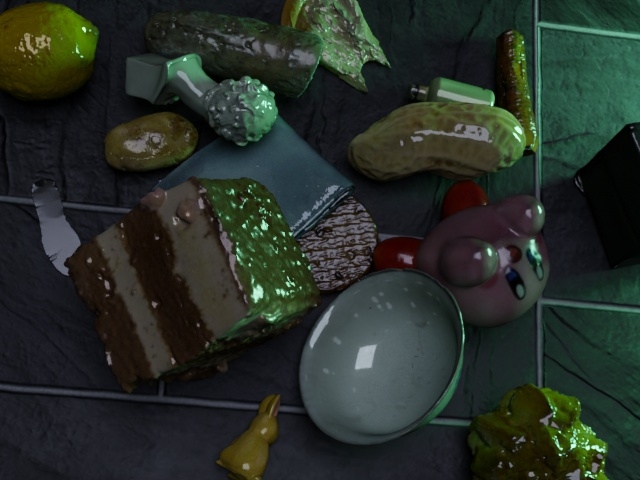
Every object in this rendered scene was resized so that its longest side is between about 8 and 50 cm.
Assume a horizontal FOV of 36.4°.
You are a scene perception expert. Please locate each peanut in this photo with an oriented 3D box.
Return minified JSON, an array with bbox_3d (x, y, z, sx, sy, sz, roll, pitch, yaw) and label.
[{"bbox_3d":[0.211,-0.177,1.786,0.325,0.153,0.140,-7,53,5],"label":"peanut"}]

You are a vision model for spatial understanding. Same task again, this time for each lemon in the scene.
[{"bbox_3d":[-0.495,-0.332,1.721,0.193,0.180,0.180,-23,77,-37],"label":"lemon"}]

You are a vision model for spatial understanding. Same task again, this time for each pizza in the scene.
[{"bbox_3d":[0.028,-0.398,1.892,0.181,0.034,0.262,-31,80,-17],"label":"pizza"}]

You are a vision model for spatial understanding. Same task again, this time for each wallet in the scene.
[{"bbox_3d":[-0.120,-0.087,1.741,0.290,0.054,0.251,-41,69,-16],"label":"wallet"}]

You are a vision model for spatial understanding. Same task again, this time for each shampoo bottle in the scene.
[{"bbox_3d":[0.245,-0.267,1.860,0.162,0.079,0.079,15,71,-3],"label":"shampoo bottle"}]

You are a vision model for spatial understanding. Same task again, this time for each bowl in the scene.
[{"bbox_3d":[0.131,0.217,1.640,0.146,0.313,0.313,41,64,-42],"label":"bowl"}]

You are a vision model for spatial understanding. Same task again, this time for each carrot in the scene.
[{"bbox_3d":[0.379,-0.287,1.893,0.070,0.070,0.260,1,72,-8],"label":"carrot"}]

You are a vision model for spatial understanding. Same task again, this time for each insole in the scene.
[{"bbox_3d":[-0.466,-0.024,1.717,0.064,0.004,0.188,-18,76,-14],"label":"insole"}]

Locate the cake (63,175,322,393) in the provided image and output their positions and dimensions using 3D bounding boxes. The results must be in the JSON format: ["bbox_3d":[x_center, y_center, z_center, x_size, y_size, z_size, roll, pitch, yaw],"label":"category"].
[{"bbox_3d":[-0.193,0.070,1.550,0.290,0.256,0.282,-29,80,26],"label":"cake"}]

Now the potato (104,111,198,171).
[{"bbox_3d":[-0.304,-0.177,1.751,0.171,0.080,0.107,-11,60,-11],"label":"potato"}]

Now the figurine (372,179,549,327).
[{"bbox_3d":[0.282,0.042,1.714,0.270,0.261,0.211,-39,113,-23],"label":"figurine"}]

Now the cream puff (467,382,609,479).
[{"bbox_3d":[0.367,0.366,1.642,0.244,0.196,0.244,-7,49,8],"label":"cream puff"}]

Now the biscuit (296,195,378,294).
[{"bbox_3d":[0.000,0.000,1.763,0.212,0.036,0.212,2,73,-5],"label":"biscuit"}]

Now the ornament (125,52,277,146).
[{"bbox_3d":[-0.212,-0.262,1.719,0.285,0.120,0.130,23,29,5],"label":"ornament"}]

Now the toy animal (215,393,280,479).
[{"bbox_3d":[-0.099,0.329,1.631,0.083,0.070,0.159,6,51,35],"label":"toy animal"}]

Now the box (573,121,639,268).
[{"bbox_3d":[0.691,-0.102,1.784,0.345,0.251,0.204,-11,75,-11],"label":"box"}]

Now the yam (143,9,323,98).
[{"bbox_3d":[-0.165,-0.351,1.804,0.331,0.133,0.133,12,72,0],"label":"yam"}]
